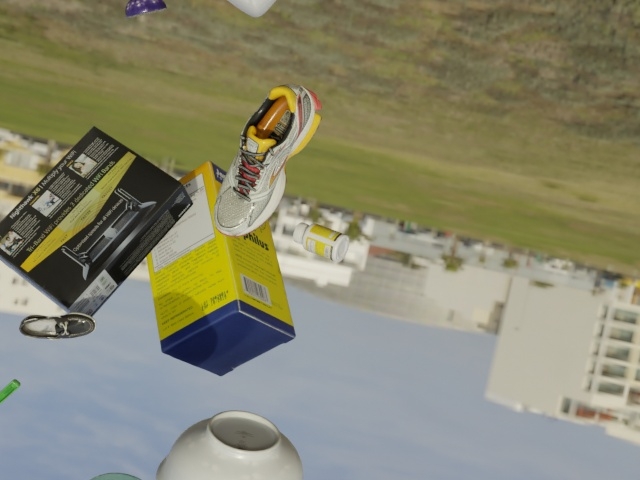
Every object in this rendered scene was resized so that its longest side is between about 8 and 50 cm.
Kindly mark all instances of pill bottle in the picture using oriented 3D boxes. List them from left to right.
[{"bbox_3d":[0.000,0.000,2.181,0.116,0.065,0.065,22,-175,25],"label":"pill bottle"}]

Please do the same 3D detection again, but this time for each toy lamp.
[{"bbox_3d":[-0.323,-0.505,1.608,0.080,0.275,0.080,-12,-169,2],"label":"toy lamp"}]

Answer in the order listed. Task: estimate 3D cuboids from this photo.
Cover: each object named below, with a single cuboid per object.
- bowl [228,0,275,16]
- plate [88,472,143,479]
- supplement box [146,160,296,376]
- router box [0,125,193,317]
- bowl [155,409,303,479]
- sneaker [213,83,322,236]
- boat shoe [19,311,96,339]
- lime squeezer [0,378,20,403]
[{"bbox_3d":[-0.135,-0.522,1.908,0.142,0.142,0.053,37,-176,5],"label":"bowl"},{"bbox_3d":[-0.258,0.385,1.227,0.188,0.188,0.024,13,179,25],"label":"plate"},{"bbox_3d":[-0.211,0.057,1.990,0.194,0.357,0.195,-28,146,21],"label":"supplement box"},{"bbox_3d":[-0.429,-0.033,1.832,0.243,0.309,0.081,33,163,24],"label":"router box"},{"bbox_3d":[-0.158,0.417,1.884,0.297,0.134,0.298,11,-160,-4],"label":"bowl"},{"bbox_3d":[-0.086,-0.111,1.319,0.088,0.225,0.092,28,-174,21],"label":"sneaker"},{"bbox_3d":[-0.441,0.145,1.657,0.125,0.046,0.038,4,-169,-1],"label":"boat shoe"},{"bbox_3d":[-0.566,0.317,1.470,0.059,0.310,0.110,42,166,3],"label":"lime squeezer"}]
